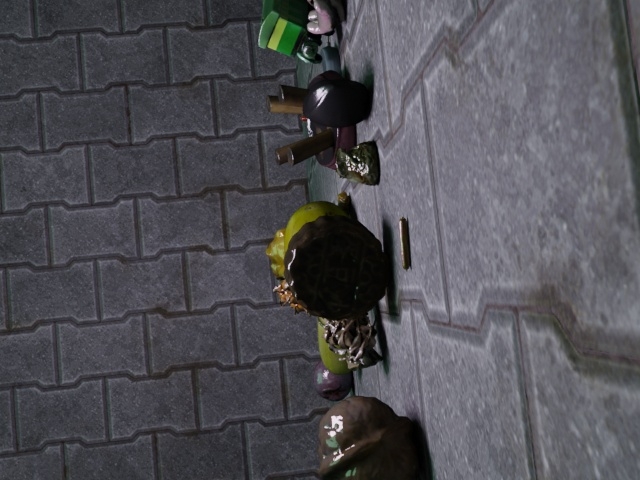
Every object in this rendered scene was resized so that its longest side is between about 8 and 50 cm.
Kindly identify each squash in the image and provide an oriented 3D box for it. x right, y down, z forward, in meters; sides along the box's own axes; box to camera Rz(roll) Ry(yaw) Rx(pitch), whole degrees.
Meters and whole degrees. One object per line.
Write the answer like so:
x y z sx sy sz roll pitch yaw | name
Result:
0.056 0.322 1.928 0.132 0.132 0.247 -102 8 -55 | squash

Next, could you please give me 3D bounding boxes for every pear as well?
0.000 0.000 1.753 0.212 0.212 0.269 89 -170 -48 | pear

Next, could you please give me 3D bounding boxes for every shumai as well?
0.076 -0.166 1.351 0.124 0.087 0.099 -143 49 -82 | shumai

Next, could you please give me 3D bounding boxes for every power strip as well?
0.030 -0.493 1.808 0.137 0.044 0.216 106 157 -77 | power strip

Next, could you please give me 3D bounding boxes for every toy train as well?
-0.070 -0.607 1.731 0.301 0.202 0.120 -92 26 -48 | toy train

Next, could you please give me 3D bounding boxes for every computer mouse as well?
0.033 -0.298 1.405 0.269 0.137 0.086 -148 62 -83 | computer mouse

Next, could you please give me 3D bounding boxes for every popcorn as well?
-0.075 0.090 2.474 0.297 0.281 0.316 -6 113 49 | popcorn

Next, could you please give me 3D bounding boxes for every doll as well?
0.011 -0.623 1.578 0.149 0.095 0.192 113 154 -68 | doll

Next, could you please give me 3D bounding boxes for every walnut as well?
0.090 0.401 1.185 0.224 0.224 0.224 175 90 -86 | walnut

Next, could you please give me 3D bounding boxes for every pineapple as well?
0.051 0.185 1.498 0.262 0.262 0.272 98 147 -72 | pineapple

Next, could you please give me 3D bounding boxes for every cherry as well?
0.045 0.484 2.219 0.176 0.140 0.176 -6 -90 -79 | cherry

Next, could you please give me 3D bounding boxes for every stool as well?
-0.028 -0.313 1.666 0.272 0.178 0.272 170 90 -74 | stool

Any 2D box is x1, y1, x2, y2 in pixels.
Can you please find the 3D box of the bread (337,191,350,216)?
0.071 -0.104 1.833 0.088 0.033 0.049 83 163 -44 | bread

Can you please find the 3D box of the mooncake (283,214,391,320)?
0.033 0.062 1.305 0.124 0.228 0.228 -100 5 -82 | mooncake

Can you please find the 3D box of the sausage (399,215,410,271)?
0.148 0.006 1.093 0.015 0.015 0.100 -127 32 -82 | sausage

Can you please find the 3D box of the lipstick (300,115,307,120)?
-0.001 -0.362 1.829 0.030 0.129 0.030 -39 -53 -63 | lipstick
